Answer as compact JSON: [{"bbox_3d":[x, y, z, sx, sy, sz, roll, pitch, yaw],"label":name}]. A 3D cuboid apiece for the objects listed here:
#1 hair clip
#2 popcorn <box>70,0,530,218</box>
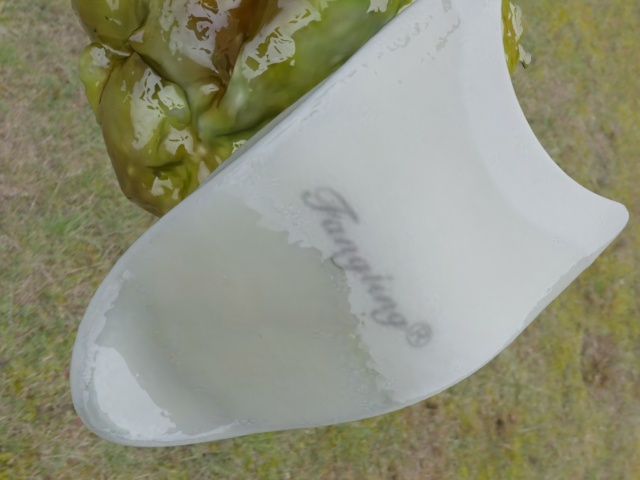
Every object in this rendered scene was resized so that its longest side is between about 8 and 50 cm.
[{"bbox_3d":[0.005,0.005,0.473,0.172,0.282,0.113,58,16,-20],"label":"hair clip"},{"bbox_3d":[-0.013,-0.112,0.589,0.247,0.282,0.282,-17,82,-36],"label":"popcorn"}]
